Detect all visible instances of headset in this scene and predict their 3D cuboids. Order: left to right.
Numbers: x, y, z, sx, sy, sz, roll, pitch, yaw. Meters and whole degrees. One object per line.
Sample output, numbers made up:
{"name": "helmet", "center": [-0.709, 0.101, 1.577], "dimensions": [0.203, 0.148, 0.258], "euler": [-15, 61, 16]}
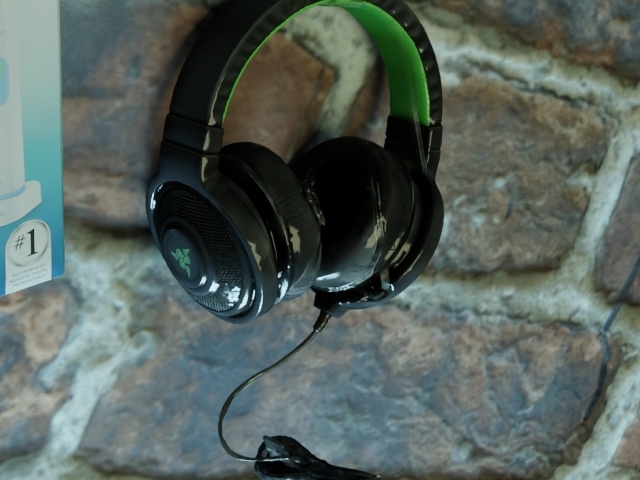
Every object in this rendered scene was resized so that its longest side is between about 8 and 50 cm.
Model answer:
{"name": "headset", "center": [0.000, 0.000, 1.424], "dimensions": [0.243, 0.185, 0.394], "euler": [-4, 108, -42]}

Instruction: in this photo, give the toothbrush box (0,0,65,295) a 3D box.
{"name": "toothbrush box", "center": [-0.276, -0.097, 1.135], "dimensions": [0.216, 0.126, 0.295], "euler": [-21, 130, -33]}
